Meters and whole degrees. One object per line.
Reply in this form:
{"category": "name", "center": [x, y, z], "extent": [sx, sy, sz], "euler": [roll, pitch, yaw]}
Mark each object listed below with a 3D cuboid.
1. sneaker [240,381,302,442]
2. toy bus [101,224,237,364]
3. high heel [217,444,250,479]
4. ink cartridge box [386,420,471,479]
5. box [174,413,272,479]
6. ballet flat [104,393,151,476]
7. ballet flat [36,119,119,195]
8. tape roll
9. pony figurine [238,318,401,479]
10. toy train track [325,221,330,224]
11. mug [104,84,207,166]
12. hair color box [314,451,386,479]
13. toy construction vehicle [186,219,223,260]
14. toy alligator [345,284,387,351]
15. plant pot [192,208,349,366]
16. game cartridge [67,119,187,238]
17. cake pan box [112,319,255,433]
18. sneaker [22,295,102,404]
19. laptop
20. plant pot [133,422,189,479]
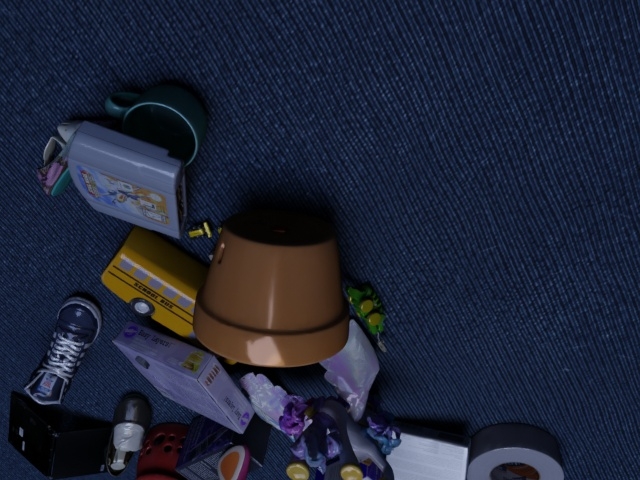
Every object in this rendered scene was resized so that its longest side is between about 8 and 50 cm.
{"category": "sneaker", "center": [-0.095, 0.403, 1.656], "extent": [0.086, 0.085, 0.237], "euler": [-3, 136, 46]}
{"category": "toy bus", "center": [-0.274, 0.114, 1.436], "extent": [0.332, 0.108, 0.130], "euler": [35, 124, -16]}
{"category": "high heel", "center": [-0.178, 0.548, 1.601], "extent": [0.117, 0.082, 0.244], "euler": [4, 120, -34]}
{"category": "ink cartridge box", "center": [0.243, 0.552, 1.639], "extent": [0.189, 0.066, 0.232], "euler": [8, 108, 20]}
{"category": "box", "center": [-0.227, 0.483, 1.687], "extent": [0.207, 0.153, 0.108], "euler": [-33, 116, 29]}
{"category": "ballet flat", "center": [-0.489, 0.507, 1.785], "extent": [0.095, 0.096, 0.280], "euler": [11, 130, -17]}
{"category": "ballet flat", "center": [-0.454, -0.167, 1.277], "extent": [0.221, 0.077, 0.079], "euler": [-37, 95, 32]}
{"category": "tape roll", "center": [0.452, 0.523, 1.648], "extent": [0.219, 0.072, 0.219], "euler": [5, 129, 6]}
{"category": "pony figurine", "center": [0.025, 0.374, 1.454], "extent": [0.303, 0.363, 0.351], "euler": [-37, 105, 17]}
{"category": "toy train track", "center": [0.000, 0.000, 1.356], "extent": [0.048, 0.014, 0.083], "euler": [19, 128, -5]}
{"category": "mug", "center": [-0.265, -0.207, 1.188], "extent": [0.129, 0.097, 0.158], "euler": [-20, 121, 24]}
{"category": "hair color box", "center": [0.162, 0.676, 1.798], "extent": [0.185, 0.110, 0.339], "euler": [-33, 114, 29]}
{"category": "toy construction vehicle", "center": [-0.200, -0.004, 1.381], "extent": [0.098, 0.035, 0.086], "euler": [-14, 113, 17]}
{"category": "toy alligator", "center": [0.108, 0.148, 1.432], "extent": [0.051, 0.056, 0.190], "euler": [-39, 121, -13]}
{"category": "plant pot", "center": [-0.081, 0.069, 1.271], "extent": [0.290, 0.291, 0.203], "euler": [8, 111, 4]}
{"category": "game cartridge", "center": [-0.332, -0.097, 1.226], "extent": [0.198, 0.062, 0.297], "euler": [16, 159, -3]}
{"category": "cake pan box", "center": [-0.287, 0.299, 1.517], "extent": [0.245, 0.070, 0.267], "euler": [17, 149, 32]}
{"category": "sneaker", "center": [-0.576, 0.258, 1.572], "extent": [0.099, 0.153, 0.282], "euler": [26, 128, -11]}
{"category": "laptop", "center": [-0.694, 0.519, 1.889], "extent": [0.264, 0.136, 0.234], "euler": [35, 129, 15]}
{"category": "plant pot", "center": [-0.379, 0.589, 1.787], "extent": [0.191, 0.174, 0.191], "euler": [6, 130, 8]}
